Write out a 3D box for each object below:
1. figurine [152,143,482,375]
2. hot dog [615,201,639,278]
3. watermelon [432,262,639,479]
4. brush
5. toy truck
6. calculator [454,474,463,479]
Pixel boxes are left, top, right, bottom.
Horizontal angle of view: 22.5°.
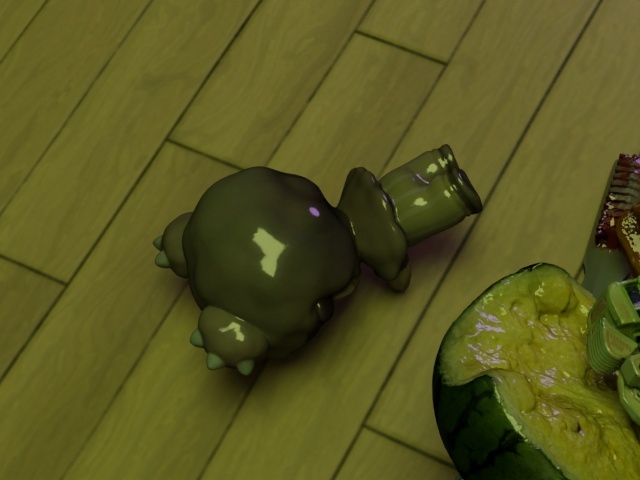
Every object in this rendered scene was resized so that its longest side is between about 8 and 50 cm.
[{"bbox_3d":[0.001,0.000,1.890,0.381,0.203,0.248,-22,55,-6],"label":"figurine"},{"bbox_3d":[0.396,0.031,1.864,0.071,0.045,0.165,-29,78,36],"label":"hot dog"},{"bbox_3d":[0.245,0.202,1.724,0.189,0.331,0.330,-39,49,37],"label":"watermelon"},{"bbox_3d":[0.340,0.031,1.910,0.060,0.050,0.321,15,64,13],"label":"brush"},{"bbox_3d":[0.343,0.130,1.677,0.116,0.085,0.191,-5,57,-24],"label":"toy truck"},{"bbox_3d":[0.175,0.351,1.748,0.121,0.039,0.210,-11,58,1],"label":"calculator"}]
